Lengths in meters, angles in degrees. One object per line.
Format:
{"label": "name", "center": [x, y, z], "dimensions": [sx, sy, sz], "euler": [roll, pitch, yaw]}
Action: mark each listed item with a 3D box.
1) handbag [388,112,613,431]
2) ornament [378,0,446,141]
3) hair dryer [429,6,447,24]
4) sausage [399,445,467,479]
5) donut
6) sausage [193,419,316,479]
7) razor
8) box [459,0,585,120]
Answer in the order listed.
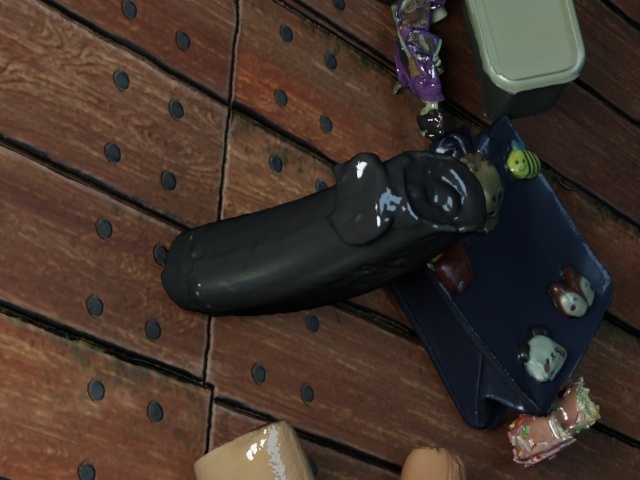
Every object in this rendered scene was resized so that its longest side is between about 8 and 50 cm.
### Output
{"label": "handbag", "center": [0.221, 0.034, 2.307], "dimensions": [0.329, 0.122, 0.303], "euler": [59, 41, -19]}
{"label": "ornament", "center": [0.119, -0.219, 2.286], "dimensions": [0.088, 0.081, 0.203], "euler": [11, 73, -49]}
{"label": "hair dryer", "center": [0.150, -0.331, 2.398], "dimensions": [0.063, 0.038, 0.124], "euler": [64, 32, -19]}
{"label": "sausage", "center": [0.113, 0.370, 2.095], "dimensions": [0.086, 0.086, 0.289], "euler": [38, 53, -39]}
{"label": "donut", "center": [0.289, 0.239, 2.346], "dimensions": [0.065, 0.117, 0.166], "euler": [59, 24, 5]}
{"label": "sausage", "center": [-0.045, 0.307, 1.883], "dimensions": [0.123, 0.123, 0.253], "euler": [-27, 101, -52]}
{"label": "razor", "center": [0.002, 0.004, 1.864], "dimensions": [0.189, 0.327, 0.107], "euler": [4, 70, -48]}
{"label": "box", "center": [0.239, -0.297, 2.356], "dimensions": [0.178, 0.138, 0.274], "euler": [94, -15, -74]}
